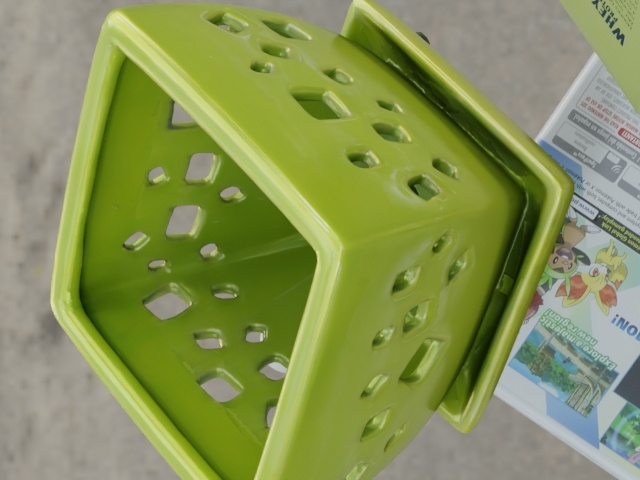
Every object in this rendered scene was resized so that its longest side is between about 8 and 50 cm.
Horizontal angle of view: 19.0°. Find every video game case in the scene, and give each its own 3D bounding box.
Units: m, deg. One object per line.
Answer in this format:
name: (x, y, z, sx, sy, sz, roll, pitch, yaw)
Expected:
video game case: (0.273, 0.034, 1.286, 0.300, 0.329, 0.036, -57, -4, 15)

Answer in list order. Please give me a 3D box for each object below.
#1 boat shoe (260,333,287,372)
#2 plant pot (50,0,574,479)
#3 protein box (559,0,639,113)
boat shoe: (0.049, 0.042, 1.590, 0.070, 0.219, 0.078, 77, 169, -50)
plant pot: (0.000, 0.000, 1.092, 0.227, 0.207, 0.228, 47, 137, 33)
protein box: (0.169, -0.207, 0.933, 0.200, 0.136, 0.201, 58, 173, 18)
